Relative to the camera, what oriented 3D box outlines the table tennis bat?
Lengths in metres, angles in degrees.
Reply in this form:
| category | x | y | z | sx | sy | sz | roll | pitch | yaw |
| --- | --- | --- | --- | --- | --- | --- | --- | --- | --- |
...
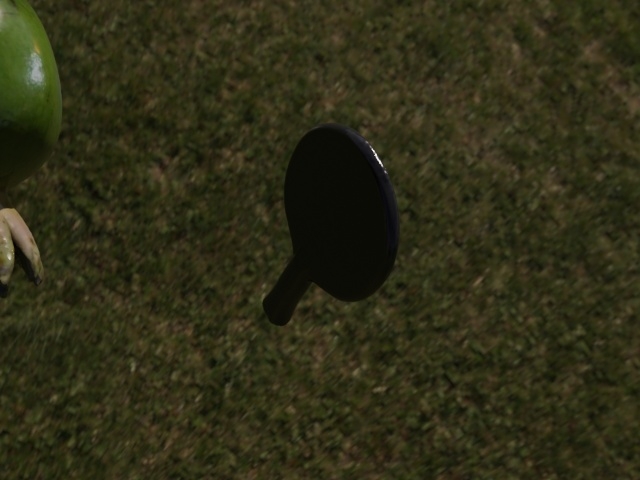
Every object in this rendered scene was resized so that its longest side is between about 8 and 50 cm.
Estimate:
| category | x | y | z | sx | sy | sz | roll | pitch | yaw |
| --- | --- | --- | --- | --- | --- | --- | --- | --- | --- |
| table tennis bat | 0.000 | 0.000 | 1.044 | 0.027 | 0.236 | 0.150 | -13 | 62 | -33 |

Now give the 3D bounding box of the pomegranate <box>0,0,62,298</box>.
| category | x | y | z | sx | sy | sz | roll | pitch | yaw |
| --- | --- | --- | --- | --- | --- | --- | --- | --- | --- |
| pomegranate | -0.247 | -0.067 | 0.785 | 0.187 | 0.187 | 0.225 | -20 | 84 | -30 |
